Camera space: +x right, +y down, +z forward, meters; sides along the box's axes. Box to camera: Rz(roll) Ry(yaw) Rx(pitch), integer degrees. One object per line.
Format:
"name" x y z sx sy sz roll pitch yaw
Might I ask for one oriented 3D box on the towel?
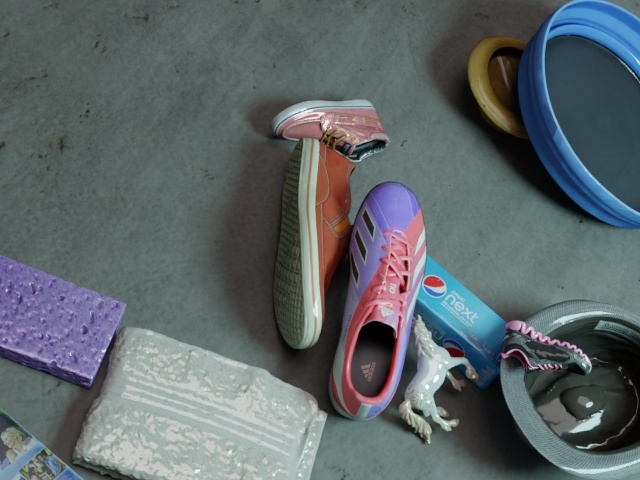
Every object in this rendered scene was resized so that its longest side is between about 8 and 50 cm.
"towel" -0.138 0.228 1.256 0.282 0.049 0.187 21 54 -7

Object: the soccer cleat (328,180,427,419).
"soccer cleat" 0.081 0.071 1.334 0.109 0.116 0.318 13 77 -5

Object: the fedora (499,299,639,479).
"fedora" 0.351 0.211 1.397 0.275 0.124 0.243 -26 69 -24

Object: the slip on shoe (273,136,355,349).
"slip on shoe" 0.000 0.000 1.415 0.101 0.123 0.331 16 50 -15

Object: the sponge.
"sponge" -0.357 0.092 1.273 0.210 0.031 0.117 21 54 -5

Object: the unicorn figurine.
"unicorn figurine" 0.149 0.175 1.372 0.111 0.060 0.162 35 54 -18

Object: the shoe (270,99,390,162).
"shoe" 0.018 -0.160 1.550 0.178 0.063 0.081 -10 58 -30

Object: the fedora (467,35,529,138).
"fedora" 0.309 -0.238 1.697 0.194 0.079 0.194 9 64 -18

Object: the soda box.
"soda box" 0.174 0.104 1.437 0.210 0.067 0.071 41 55 8

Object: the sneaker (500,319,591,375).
"sneaker" 0.282 0.150 1.321 0.119 0.047 0.057 24 63 12

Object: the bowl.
"bowl" 0.476 -0.199 1.676 0.391 0.077 0.391 14 63 -29

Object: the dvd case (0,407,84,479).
"dvd case" -0.387 0.277 1.150 0.253 0.022 0.180 39 55 6
